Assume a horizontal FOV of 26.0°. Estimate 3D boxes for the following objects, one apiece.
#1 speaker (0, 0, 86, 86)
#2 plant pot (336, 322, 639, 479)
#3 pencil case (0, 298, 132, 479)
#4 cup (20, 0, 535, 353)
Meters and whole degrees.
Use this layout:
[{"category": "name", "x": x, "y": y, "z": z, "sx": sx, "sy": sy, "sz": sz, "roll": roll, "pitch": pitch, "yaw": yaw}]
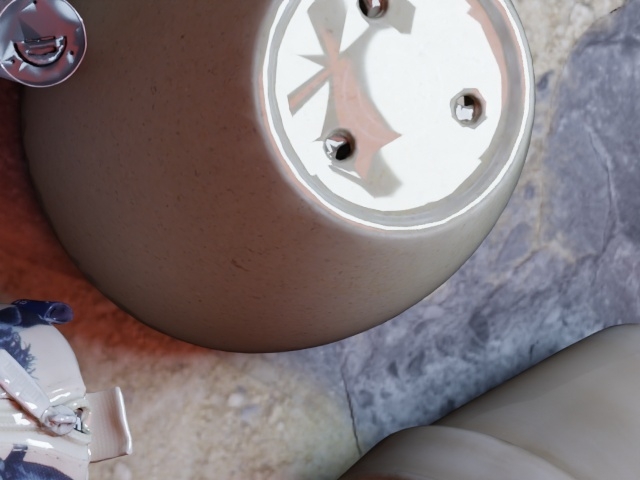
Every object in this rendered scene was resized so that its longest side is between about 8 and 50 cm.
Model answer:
[{"category": "speaker", "x": -0.188, "y": -0.124, "z": 0.837, "sx": 0.055, "sy": 0.136, "sz": 0.055, "roll": -6, "pitch": 104, "yaw": -26}, {"category": "plant pot", "x": 0.203, "y": 0.219, "z": 1.052, "sx": 0.280, "sy": 0.323, "sz": 0.323, "roll": -40, "pitch": 117, "yaw": -34}, {"category": "pencil case", "x": -0.304, "y": 0.099, "z": 0.728, "sx": 0.410, "sy": 0.183, "sz": 0.160, "roll": 8, "pitch": 62, "yaw": -52}, {"category": "cup", "x": -0.001, "y": -0.085, "z": 0.853, "sx": 0.331, "sy": 0.237, "sz": 0.331, "roll": 0, "pitch": 91, "yaw": -20}]
